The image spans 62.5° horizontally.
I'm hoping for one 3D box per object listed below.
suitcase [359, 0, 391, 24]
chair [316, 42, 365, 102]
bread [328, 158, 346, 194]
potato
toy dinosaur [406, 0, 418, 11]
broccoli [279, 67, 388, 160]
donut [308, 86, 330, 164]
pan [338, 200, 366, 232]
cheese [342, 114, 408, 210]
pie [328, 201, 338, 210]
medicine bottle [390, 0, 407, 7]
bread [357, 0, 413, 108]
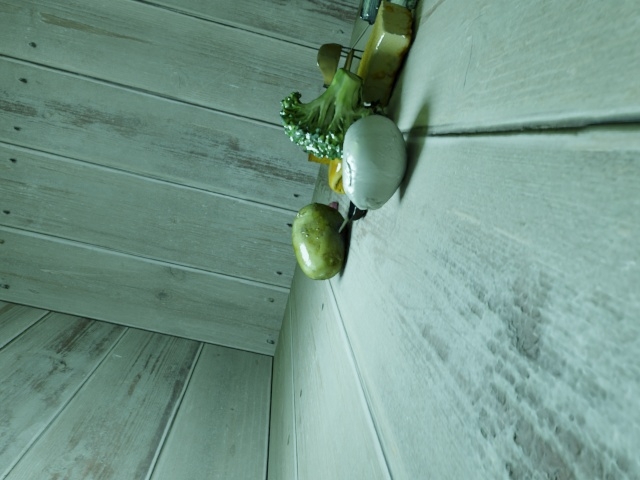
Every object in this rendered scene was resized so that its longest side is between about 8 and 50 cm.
[{"bbox_3d":[0.238,-0.927,1.880,0.202,0.128,0.313,-93,17,-69],"label":"suitcase"},{"bbox_3d":[0.102,-0.638,1.977,0.172,0.246,0.159,-178,101,-85],"label":"chair"},{"bbox_3d":[0.102,-0.309,1.839,0.167,0.132,0.295,100,177,-51],"label":"bread"},{"bbox_3d":[0.000,0.000,1.840,0.173,0.210,0.308,-24,46,26],"label":"potato"},{"bbox_3d":[0.274,-0.712,1.570,0.083,0.030,0.047,120,164,-71],"label":"toy dinosaur"},{"bbox_3d":[0.046,-0.344,1.574,0.272,0.334,0.324,-38,74,35],"label":"broccoli"},{"bbox_3d":[0.069,-0.594,2.600,0.378,0.163,0.436,112,171,-47],"label":"donut"},{"bbox_3d":[0.115,-0.110,1.675,0.202,0.048,0.129,123,161,-68],"label":"pan"},{"bbox_3d":[0.127,-0.194,1.244,0.189,0.154,0.198,84,-174,-47],"label":"cheese"},{"bbox_3d":[0.044,-0.105,2.342,0.153,0.038,0.154,-167,90,-82],"label":"pie"},{"bbox_3d":[0.261,-0.769,1.671,0.231,0.059,0.059,166,117,-84],"label":"medicine bottle"},{"bbox_3d":[0.196,-0.567,1.621,0.275,0.114,0.185,109,168,-53],"label":"bread"}]
